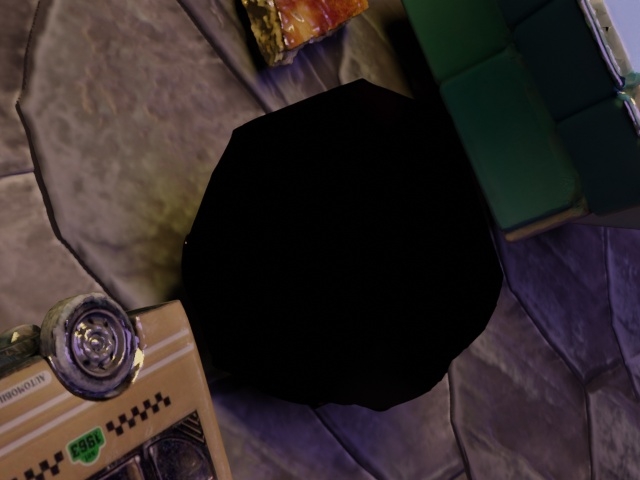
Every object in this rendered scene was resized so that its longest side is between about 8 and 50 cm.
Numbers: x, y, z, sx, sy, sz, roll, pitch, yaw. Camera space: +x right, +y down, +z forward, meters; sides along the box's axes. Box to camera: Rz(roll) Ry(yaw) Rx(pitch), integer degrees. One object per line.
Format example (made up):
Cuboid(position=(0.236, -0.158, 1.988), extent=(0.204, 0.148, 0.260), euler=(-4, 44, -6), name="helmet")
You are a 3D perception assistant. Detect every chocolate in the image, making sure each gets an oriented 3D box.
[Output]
Cuboid(position=(0.000, 0.000, 0.732), extent=(0.177, 0.206, 0.224), euler=(-125, -167, -74), name="chocolate")

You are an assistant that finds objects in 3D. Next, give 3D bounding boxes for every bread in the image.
Cuboid(position=(-0.034, -0.222, 0.817), extent=(0.136, 0.054, 0.154), euler=(59, 37, -14), name="bread")

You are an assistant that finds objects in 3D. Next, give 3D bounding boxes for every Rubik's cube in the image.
Cuboid(position=(0.290, -0.180, 0.912), extent=(0.368, 0.358, 0.387), euler=(-24, 92, -49), name="Rubik's cube")

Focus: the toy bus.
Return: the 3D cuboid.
Cuboid(position=(-0.182, 0.133, 0.463), extent=(0.289, 0.139, 0.157), euler=(-27, 100, -52), name="toy bus")
